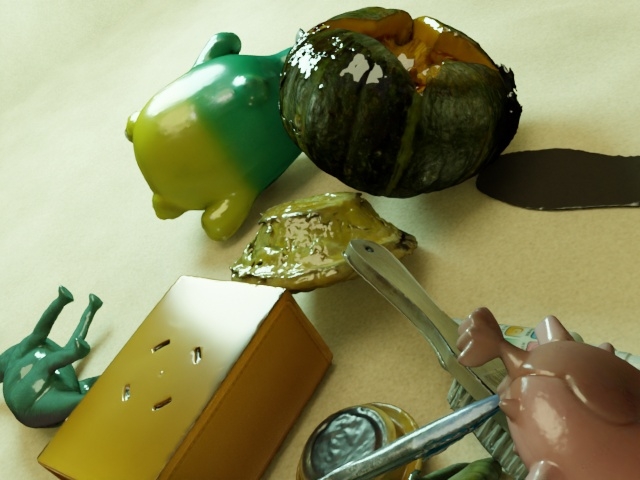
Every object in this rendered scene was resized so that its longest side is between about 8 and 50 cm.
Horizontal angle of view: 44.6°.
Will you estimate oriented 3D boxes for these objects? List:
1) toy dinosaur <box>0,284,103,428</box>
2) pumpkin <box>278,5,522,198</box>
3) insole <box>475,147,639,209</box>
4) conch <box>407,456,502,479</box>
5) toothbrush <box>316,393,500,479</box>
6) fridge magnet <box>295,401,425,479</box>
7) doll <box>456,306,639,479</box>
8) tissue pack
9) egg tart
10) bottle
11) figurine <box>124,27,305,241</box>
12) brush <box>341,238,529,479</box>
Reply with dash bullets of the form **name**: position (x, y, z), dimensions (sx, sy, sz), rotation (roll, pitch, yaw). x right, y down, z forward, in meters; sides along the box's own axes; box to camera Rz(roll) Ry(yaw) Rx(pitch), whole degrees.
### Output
- **toy dinosaur**: position (-0.427, 0.239, 1.109), dimensions (0.331, 0.129, 0.383), rotation (-45, 36, 2)
- **pumpkin**: position (0.095, -0.186, 1.032), dimensions (0.321, 0.192, 0.320), rotation (11, 36, -8)
- **insole**: position (0.331, -0.074, 0.945), dimensions (0.328, 0.007, 0.111), rotation (6, 52, 43)
- **conch**: position (0.034, 0.307, 0.604), dimensions (0.203, 0.169, 0.386), rotation (5, 13, 34)
- **toothbrush**: position (-0.005, 0.229, 0.702), dimensions (0.413, 0.035, 0.042), rotation (-29, 61, 12)
- **fridge magnet**: position (0.035, 0.220, 0.772), dimensions (0.143, 0.063, 0.143), rotation (-23, 37, 19)
- **doll**: position (0.213, 0.149, 0.605), dimensions (0.211, 0.262, 0.093), rotation (-48, -8, -49)
- **tissue pack**: position (-0.143, 0.190, 0.881), dimensions (0.194, 0.145, 0.274), rotation (7, 50, 41)
- **egg tart**: position (0.000, 0.000, 0.968), dimensions (0.241, 0.105, 0.241), rotation (-11, 9, 2)
- **bottle**: position (0.218, 0.113, 0.759), dimensions (0.217, 0.060, 0.060), rotation (1, 47, 41)
- **figurine**: position (-0.140, -0.179, 1.245), dimensions (0.340, 0.231, 0.323), rotation (-26, 77, 3)
- **brush**: position (0.121, 0.112, 0.765), dimensions (0.327, 0.070, 0.065), rotation (47, 125, 37)
